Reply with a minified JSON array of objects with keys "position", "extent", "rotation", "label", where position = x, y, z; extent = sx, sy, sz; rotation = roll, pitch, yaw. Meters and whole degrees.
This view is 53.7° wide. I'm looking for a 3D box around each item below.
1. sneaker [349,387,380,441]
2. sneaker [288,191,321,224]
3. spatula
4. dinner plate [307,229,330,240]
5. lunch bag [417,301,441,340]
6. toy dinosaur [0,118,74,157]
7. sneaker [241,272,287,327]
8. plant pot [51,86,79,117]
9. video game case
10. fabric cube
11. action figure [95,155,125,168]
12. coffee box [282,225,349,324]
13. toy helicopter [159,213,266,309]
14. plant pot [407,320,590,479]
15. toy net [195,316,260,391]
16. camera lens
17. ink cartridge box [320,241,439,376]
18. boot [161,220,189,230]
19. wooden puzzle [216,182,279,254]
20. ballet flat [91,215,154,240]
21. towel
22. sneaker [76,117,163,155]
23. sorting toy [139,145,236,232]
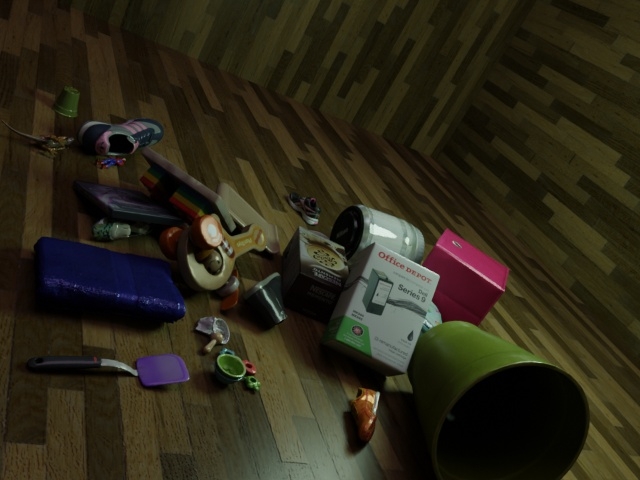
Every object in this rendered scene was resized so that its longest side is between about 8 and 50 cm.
[{"position":[0.097,0.400,1.445],"extent":[0.067,0.064,0.175],"rotation":[11,17,4],"label":"sneaker"},{"position":[-0.049,-0.134,2.349],"extent":[0.072,0.077,0.178],"rotation":[6,32,-47],"label":"sneaker"},{"position":[-0.397,0.238,1.199],"extent":[0.296,0.030,0.084],"rotation":[13,27,-35],"label":"spatula"},{"position":[0.000,0.000,2.208],"extent":[0.141,0.017,0.141],"rotation":[26,24,-12],"label":"dinner plate"},{"position":[0.253,0.210,1.883],"extent":[0.224,0.108,0.279],"rotation":[44,16,-1],"label":"lunch bag"},{"position":[-0.791,-0.283,1.800],"extent":[0.112,0.064,0.211],"rotation":[22,6,30],"label":"toy dinosaur"},{"position":[-0.130,0.161,1.657],"extent":[0.118,0.083,0.222],"rotation":[55,14,1],"label":"sneaker"},{"position":[-0.829,-0.460,2.078],"extent":[0.083,0.079,0.083],"rotation":[26,23,-12],"label":"plant pot"},{"position":[-0.514,-0.100,1.675],"extent":[0.196,0.026,0.274],"rotation":[8,15,-43],"label":"video game case"},{"position":[0.445,0.152,2.114],"extent":[0.258,0.259,0.254],"rotation":[35,22,10],"label":"fabric cube"},{"position":[-0.633,-0.240,1.925],"extent":[0.038,0.030,0.115],"rotation":[30,20,13],"label":"action figure"},{"position":[-0.014,0.098,1.846],"extent":[0.168,0.119,0.297],"rotation":[25,23,-15],"label":"coffee box"},{"position":[-0.237,0.040,1.640],"extent":[0.355,0.140,0.235],"rotation":[-27,98,-60],"label":"toy helicopter"},{"position":[0.376,0.371,1.514],"extent":[0.366,0.366,0.353],"rotation":[22,11,-18],"label":"plant pot"},{"position":[-0.206,0.238,1.414],"extent":[0.122,0.045,0.232],"rotation":[14,27,-34],"label":"toy net"},{"position":[0.184,0.011,2.141],"extent":[0.274,0.219,0.219],"rotation":[17,26,-28],"label":"camera lens"},{"position":[0.159,0.180,1.662],"extent":[0.211,0.289,0.121],"rotation":[27,-22,-9],"label":"ink cartridge box"},{"position":[-0.382,-0.005,1.700],"extent":[0.158,0.059,0.085],"rotation":[38,28,16],"label":"boot"},{"position":[-0.231,-0.065,1.960],"extent":[0.239,0.044,0.221],"rotation":[40,14,-21],"label":"wooden puzzle"},{"position":[-0.491,-0.034,1.600],"extent":[0.070,0.070,0.188],"rotation":[36,25,14],"label":"ballet flat"},{"position":[-0.464,0.093,1.382],"extent":[0.308,0.076,0.227],"rotation":[15,19,-31],"label":"towel"},{"position":[-0.604,-0.315,2.010],"extent":[0.131,0.112,0.319],"rotation":[34,30,24],"label":"sneaker"},{"position":[-0.379,-0.111,1.753],"extent":[0.257,0.089,0.255],"rotation":[34,-13,11],"label":"sorting toy"}]
